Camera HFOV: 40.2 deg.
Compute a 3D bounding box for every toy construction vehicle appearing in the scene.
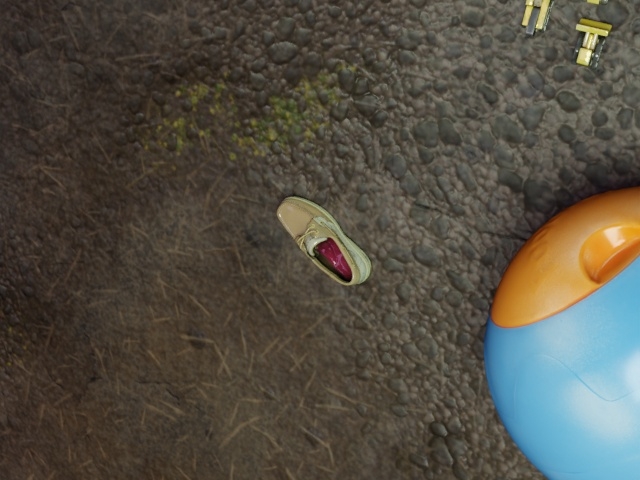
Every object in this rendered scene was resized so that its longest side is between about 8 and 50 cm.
[{"bbox_3d":[0.240,-0.223,0.844,0.085,0.035,0.098,21,110,19],"label":"toy construction vehicle"}]

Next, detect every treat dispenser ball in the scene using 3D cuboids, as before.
[{"bbox_3d":[0.288,0.096,0.757,0.288,0.288,0.288,6,105,23],"label":"treat dispenser ball"}]

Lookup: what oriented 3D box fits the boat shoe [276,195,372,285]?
[{"bbox_3d":[0.000,0.000,1.002,0.135,0.045,0.050,39,115,11],"label":"boat shoe"}]
